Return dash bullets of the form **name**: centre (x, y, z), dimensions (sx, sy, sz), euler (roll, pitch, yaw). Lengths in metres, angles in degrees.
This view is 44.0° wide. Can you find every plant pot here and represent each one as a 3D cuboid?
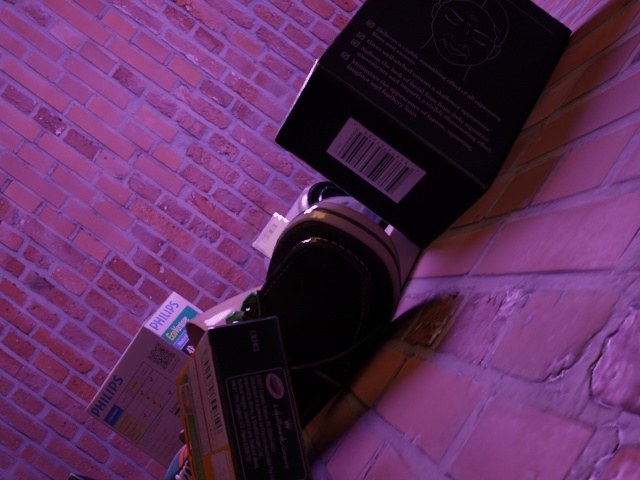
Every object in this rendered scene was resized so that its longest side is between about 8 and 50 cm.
- **plant pot**: centre (-0.143, 0.220, 1.936), dimensions (0.274, 0.256, 0.256), euler (-38, -5, -25)

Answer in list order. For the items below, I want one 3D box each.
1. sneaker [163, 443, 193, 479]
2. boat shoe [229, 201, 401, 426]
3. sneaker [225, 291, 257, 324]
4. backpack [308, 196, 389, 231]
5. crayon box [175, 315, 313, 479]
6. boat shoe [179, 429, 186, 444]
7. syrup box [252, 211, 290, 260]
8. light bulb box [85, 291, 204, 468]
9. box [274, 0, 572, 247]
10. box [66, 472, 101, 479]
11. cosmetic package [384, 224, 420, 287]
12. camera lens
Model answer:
- **sneaker**: centre (-0.249, 0.466, 1.677), dimensions (0.302, 0.108, 0.121), euler (-53, -2, 9)
- **boat shoe**: centre (-0.030, 0.140, 1.096), dimensions (0.156, 0.186, 0.500), euler (-58, -2, -41)
- **sneaker**: centre (-0.103, 0.156, 1.736), dimensions (0.109, 0.124, 0.295), euler (-40, -8, 25)
- **backpack**: centre (0.025, 0.005, 1.496), dimensions (0.188, 0.144, 0.166), euler (-7, 37, 39)
- **crayon box**: centre (-0.099, 0.227, 0.931), dimensions (0.083, 0.203, 0.323), euler (-8, -16, -19)
- **boat shoe**: centre (-0.242, 0.449, 1.897), dimensions (0.116, 0.123, 0.324), euler (-47, 4, -35)
- **syrup box**: centre (-0.029, 0.044, 1.757), dimensions (0.093, 0.237, 0.096), euler (-55, 41, -3)
- **light bulb box**: centre (-0.384, 0.407, 2.199), dimensions (0.358, 0.361, 0.225), euler (-53, 3, 23)
- **box**: centre (0.166, -0.246, 1.250), dimensions (0.396, 0.293, 0.212), euler (-55, 3, -32)
- **box**: centre (-0.432, 0.615, 1.403), dimensions (0.343, 0.178, 0.312), euler (-55, -13, -16)
- **cosmetic package**: centre (0.097, 0.050, 1.241), dimensions (0.099, 0.060, 0.239), euler (-51, 4, 42)
- **camera lens**: centre (0.000, 0.000, 2.047), dimensions (0.274, 0.219, 0.219), euler (-53, 2, 39)
